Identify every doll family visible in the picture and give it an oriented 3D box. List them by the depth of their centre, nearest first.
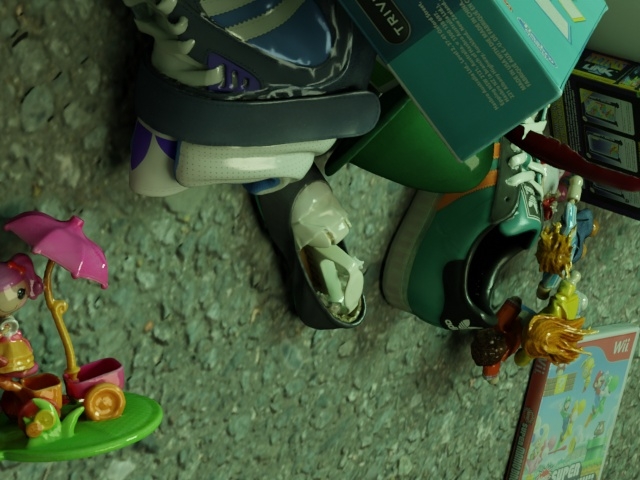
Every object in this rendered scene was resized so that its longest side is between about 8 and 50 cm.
[{"bbox_3d":[0.233,0.031,1.520,0.163,0.118,0.263,-18,121,-68],"label":"doll family"}]

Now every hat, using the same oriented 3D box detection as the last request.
[{"bbox_3d":[0.126,-0.057,1.248,0.173,0.183,0.208,-47,-174,4],"label":"hat"}]

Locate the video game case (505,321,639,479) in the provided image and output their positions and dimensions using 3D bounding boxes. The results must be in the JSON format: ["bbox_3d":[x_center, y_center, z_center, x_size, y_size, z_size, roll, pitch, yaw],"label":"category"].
[{"bbox_3d":[0.287,0.241,1.809,0.204,0.025,0.285,-4,110,-51],"label":"video game case"}]

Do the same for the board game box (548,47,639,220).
[{"bbox_3d":[0.304,-0.105,1.557,0.048,0.141,0.170,-41,136,-29],"label":"board game box"}]

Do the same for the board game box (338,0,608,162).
[{"bbox_3d":[0.075,-0.209,1.017,0.079,0.254,0.336,-35,-175,22],"label":"board game box"}]

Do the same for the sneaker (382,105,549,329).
[{"bbox_3d":[0.168,-0.059,1.424,0.108,0.121,0.302,17,93,-54],"label":"sneaker"}]

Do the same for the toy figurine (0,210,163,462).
[{"bbox_3d":[-0.202,0.061,1.053,0.173,0.130,0.159,-11,104,-22],"label":"toy figurine"}]

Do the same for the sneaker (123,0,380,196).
[{"bbox_3d":[-0.098,-0.140,1.043,0.323,0.130,0.236,20,104,-41],"label":"sneaker"}]

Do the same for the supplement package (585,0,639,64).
[{"bbox_3d":[0.387,-0.178,1.596,0.177,0.175,0.293,-40,135,-31],"label":"supplement package"}]

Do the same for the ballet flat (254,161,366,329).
[{"bbox_3d":[0.000,0.000,1.285,0.074,0.074,0.203,-43,137,-30],"label":"ballet flat"}]

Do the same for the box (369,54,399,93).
[{"bbox_3d":[0.057,-0.191,1.211,0.101,0.087,0.102,41,69,-11],"label":"box"}]
